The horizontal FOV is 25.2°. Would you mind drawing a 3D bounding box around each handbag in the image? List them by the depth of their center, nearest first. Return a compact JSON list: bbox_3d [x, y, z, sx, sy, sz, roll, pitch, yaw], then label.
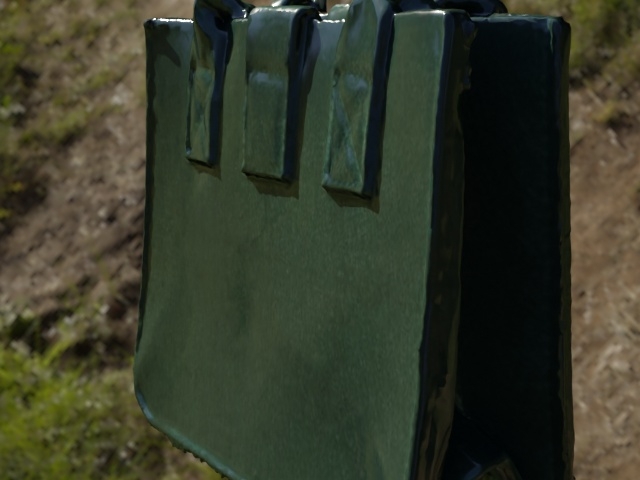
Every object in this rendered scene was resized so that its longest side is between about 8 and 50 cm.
[{"bbox_3d":[0.001,0.001,0.674,0.326,0.089,0.238,18,108,63],"label":"handbag"}]
